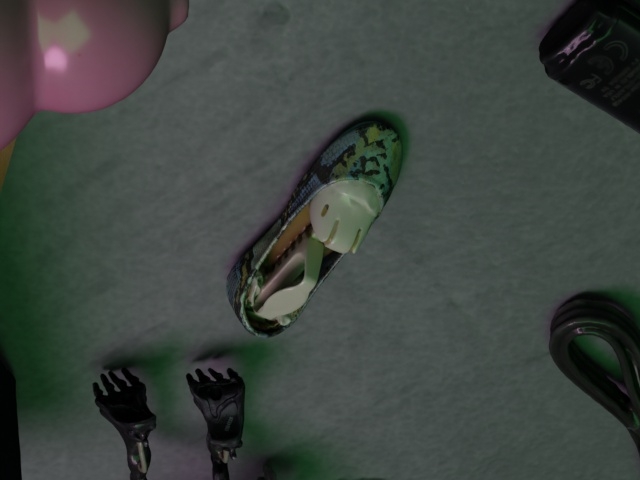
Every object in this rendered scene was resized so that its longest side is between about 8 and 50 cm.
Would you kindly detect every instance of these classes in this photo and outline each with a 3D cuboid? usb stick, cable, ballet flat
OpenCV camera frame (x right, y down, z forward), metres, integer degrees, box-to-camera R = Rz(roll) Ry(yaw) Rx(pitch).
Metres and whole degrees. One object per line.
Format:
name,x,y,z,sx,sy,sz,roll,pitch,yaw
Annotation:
usb stick,0.270,-0.083,1.370,0.278,0.045,0.077,27,130,-28
cable,0.271,0.137,1.578,0.287,0.072,0.139,38,135,-19
ballet flat,0.000,0.000,1.396,0.070,0.070,0.188,21,125,-24

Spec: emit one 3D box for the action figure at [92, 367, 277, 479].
action figure,-0.091,0.225,1.538,0.164,0.141,0.276,-8,116,-3

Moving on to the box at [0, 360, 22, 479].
box,-0.372,0.138,1.336,0.296,0.183,0.294,-10,155,2

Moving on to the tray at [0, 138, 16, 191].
tray,-0.255,-0.188,1.193,0.203,0.076,0.411,11,130,-16

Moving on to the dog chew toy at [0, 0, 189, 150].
dog chew toy,-0.238,-0.122,1.083,0.332,0.206,0.207,-8,132,-11
